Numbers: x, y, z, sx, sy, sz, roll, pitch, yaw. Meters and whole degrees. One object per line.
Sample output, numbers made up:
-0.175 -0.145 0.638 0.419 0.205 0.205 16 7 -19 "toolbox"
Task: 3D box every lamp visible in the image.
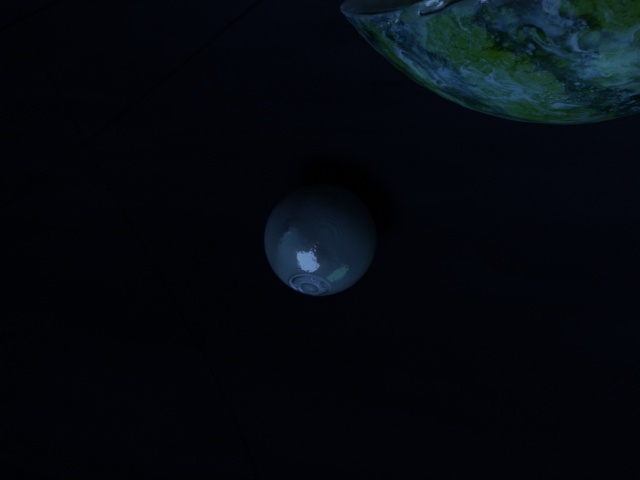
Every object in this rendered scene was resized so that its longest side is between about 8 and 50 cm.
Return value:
0.000 0.000 1.157 0.105 0.105 0.105 21 144 17 "lamp"

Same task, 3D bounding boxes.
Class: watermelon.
0.173 -0.170 0.792 0.305 0.180 0.224 -15 168 43 "watermelon"
